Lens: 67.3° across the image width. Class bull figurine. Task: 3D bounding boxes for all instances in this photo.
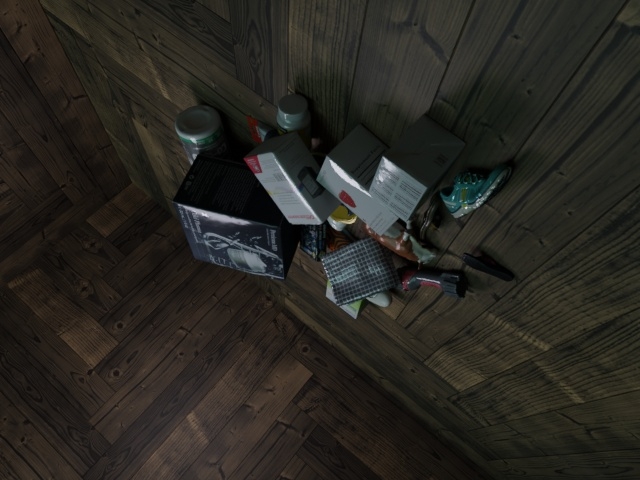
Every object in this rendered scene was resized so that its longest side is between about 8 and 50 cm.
[{"bbox_3d":[0.282,-0.022,1.756,0.310,0.101,0.188,29,150,26],"label":"bull figurine"}]

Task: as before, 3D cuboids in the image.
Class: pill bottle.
[{"bbox_3d":[-0.520,-0.425,2.221,0.204,0.204,0.361,33,156,23],"label":"pill bottle"},{"bbox_3d":[-0.091,-0.398,1.674,0.119,0.119,0.208,35,156,19],"label":"pill bottle"}]

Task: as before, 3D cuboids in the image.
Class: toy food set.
[{"bbox_3d":[0.090,-0.141,1.916,0.218,0.071,0.128,14,120,46],"label":"toy food set"}]

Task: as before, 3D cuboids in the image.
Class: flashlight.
[{"bbox_3d":[0.423,0.165,1.858,0.103,0.103,0.304,26,170,-38],"label":"flashlight"}]

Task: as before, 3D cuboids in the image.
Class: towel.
[{"bbox_3d":[0.152,0.122,1.934,0.284,0.121,0.235,-25,85,24],"label":"towel"}]

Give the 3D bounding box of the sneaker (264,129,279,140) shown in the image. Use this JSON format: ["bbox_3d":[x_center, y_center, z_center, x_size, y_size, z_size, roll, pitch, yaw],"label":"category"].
[{"bbox_3d":[-0.089,-0.297,1.856,0.319,0.112,0.131,49,168,-34],"label":"sneaker"}]

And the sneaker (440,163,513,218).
[{"bbox_3d":[0.417,-0.144,1.325,0.110,0.107,0.275,52,157,2],"label":"sneaker"}]

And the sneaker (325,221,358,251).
[{"bbox_3d":[0.077,0.052,2.116,0.321,0.180,0.124,33,155,23],"label":"sneaker"}]

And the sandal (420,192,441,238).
[{"bbox_3d":[0.370,-0.073,1.572,0.060,0.090,0.219,16,146,6],"label":"sandal"}]

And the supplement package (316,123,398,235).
[{"bbox_3d":[0.161,-0.191,1.553,0.293,0.175,0.177,42,158,4],"label":"supplement package"}]

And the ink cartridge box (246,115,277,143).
[{"bbox_3d":[-0.238,-0.420,1.976,0.179,0.045,0.145,29,153,24],"label":"ink cartridge box"}]

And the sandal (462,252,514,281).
[{"bbox_3d":[0.552,0.081,1.585,0.179,0.040,0.067,25,161,6],"label":"sandal"}]

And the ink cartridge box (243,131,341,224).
[{"bbox_3d":[-0.097,-0.212,1.689,0.226,0.131,0.306,5,137,55],"label":"ink cartridge box"}]

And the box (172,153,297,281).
[{"bbox_3d":[-0.351,-0.092,2.188,0.472,0.297,0.480,12,148,7],"label":"box"}]

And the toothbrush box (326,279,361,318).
[{"bbox_3d":[0.147,0.252,2.435,0.206,0.122,0.283,37,158,15],"label":"toothbrush box"}]

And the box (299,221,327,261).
[{"bbox_3d":[-0.035,-0.020,2.159,0.220,0.051,0.175,-146,54,-63],"label":"box"}]

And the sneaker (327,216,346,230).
[{"bbox_3d":[0.028,-0.133,2.028,0.212,0.080,0.094,33,145,7],"label":"sneaker"}]

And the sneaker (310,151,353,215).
[{"bbox_3d":[0.049,-0.211,1.771,0.300,0.121,0.111,39,157,10],"label":"sneaker"}]

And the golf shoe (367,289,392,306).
[{"bbox_3d":[0.193,0.213,2.203,0.306,0.140,0.115,39,120,3],"label":"golf shoe"}]

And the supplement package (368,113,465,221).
[{"bbox_3d":[0.264,-0.198,1.348,0.149,0.194,0.203,39,158,11],"label":"supplement package"}]
